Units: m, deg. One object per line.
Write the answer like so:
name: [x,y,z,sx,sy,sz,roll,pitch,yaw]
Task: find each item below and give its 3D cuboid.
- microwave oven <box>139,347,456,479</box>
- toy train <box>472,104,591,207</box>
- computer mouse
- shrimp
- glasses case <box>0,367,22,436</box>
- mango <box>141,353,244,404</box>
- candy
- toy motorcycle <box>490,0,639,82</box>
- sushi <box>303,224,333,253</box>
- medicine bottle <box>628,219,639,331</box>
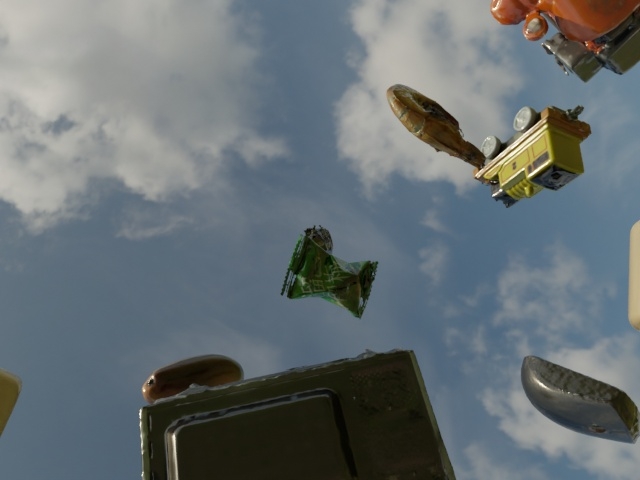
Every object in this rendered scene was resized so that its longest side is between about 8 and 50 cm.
microwave oven: [-0.031,0.299,0.786,0.355,0.286,0.218,-11,-124,-4]
toy train: [0.329,-0.125,0.920,0.089,0.219,0.127,16,-123,-21]
computer mouse: [0.545,0.353,1.271,0.170,0.269,0.100,47,-108,-33]
shrimp: [0.153,-0.151,0.774,0.162,0.045,0.095,36,-156,-3]
glasses case: [-0.373,0.265,0.485,0.076,0.144,0.336,35,-130,-31]
mango: [-0.317,0.356,1.464,0.268,0.111,0.133,-5,-81,-37]
candy: [0.019,0.087,1.289,0.203,0.078,0.141,21,-122,-18]
toy motorcycle: [0.253,-0.258,0.578,0.326,0.148,0.221,14,-140,-44]
sushi: [0.000,0.000,1.624,0.083,0.056,0.084,3,-117,-62]
medicine bottle: [0.511,0.092,0.850,0.114,0.114,0.252,23,-113,-27]
